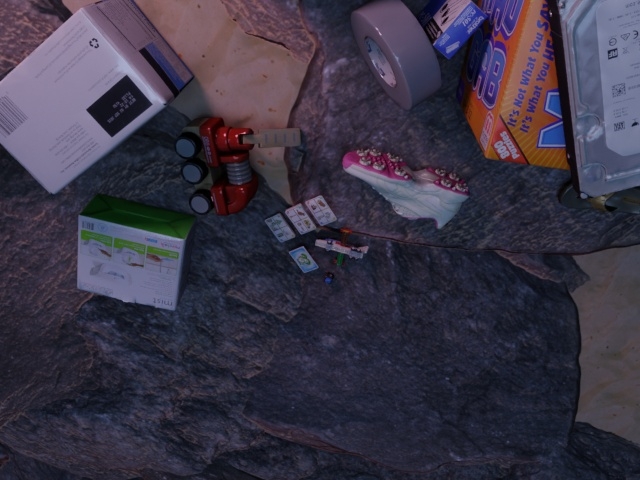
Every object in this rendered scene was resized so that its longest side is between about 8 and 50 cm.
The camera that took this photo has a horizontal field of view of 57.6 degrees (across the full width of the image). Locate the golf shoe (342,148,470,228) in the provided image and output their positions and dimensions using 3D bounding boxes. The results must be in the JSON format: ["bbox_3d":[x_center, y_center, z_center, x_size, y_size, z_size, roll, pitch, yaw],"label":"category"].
[{"bbox_3d":[0.188,-0.115,1.357,0.306,0.115,0.140,18,124,-5],"label":"golf shoe"}]

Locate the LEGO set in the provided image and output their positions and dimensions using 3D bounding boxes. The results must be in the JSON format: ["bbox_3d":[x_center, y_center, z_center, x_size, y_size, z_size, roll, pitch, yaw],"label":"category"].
[{"bbox_3d":[0.000,0.000,1.491,0.182,0.060,0.244,-22,116,30],"label":"LEGO set"}]

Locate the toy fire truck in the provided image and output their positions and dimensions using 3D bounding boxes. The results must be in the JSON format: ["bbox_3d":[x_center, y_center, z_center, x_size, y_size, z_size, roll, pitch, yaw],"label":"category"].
[{"bbox_3d":[-0.177,-0.179,1.342,0.246,0.158,0.217,1,121,16],"label":"toy fire truck"}]

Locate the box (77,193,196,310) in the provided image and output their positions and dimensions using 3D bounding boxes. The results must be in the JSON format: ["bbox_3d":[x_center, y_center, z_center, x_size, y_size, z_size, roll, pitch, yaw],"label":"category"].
[{"bbox_3d":[-0.471,0.034,1.488,0.262,0.127,0.231,12,122,-3],"label":"box"}]

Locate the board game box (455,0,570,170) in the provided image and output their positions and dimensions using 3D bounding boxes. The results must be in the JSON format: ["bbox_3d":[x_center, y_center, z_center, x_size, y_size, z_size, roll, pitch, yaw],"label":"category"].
[{"bbox_3d":[0.482,-0.353,1.045,0.356,0.356,0.356,7,121,-1],"label":"board game box"}]

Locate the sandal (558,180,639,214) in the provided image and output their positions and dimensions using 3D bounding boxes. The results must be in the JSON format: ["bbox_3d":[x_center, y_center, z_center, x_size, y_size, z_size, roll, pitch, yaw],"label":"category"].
[{"bbox_3d":[0.671,-0.094,1.357,0.219,0.060,0.090,12,121,-3],"label":"sandal"}]

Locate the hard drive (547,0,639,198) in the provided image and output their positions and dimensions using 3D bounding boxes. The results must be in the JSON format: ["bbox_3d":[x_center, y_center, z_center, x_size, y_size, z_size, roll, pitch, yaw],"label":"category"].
[{"bbox_3d":[0.482,-0.243,0.866,0.237,0.064,0.339,-14,120,11],"label":"hard drive"}]

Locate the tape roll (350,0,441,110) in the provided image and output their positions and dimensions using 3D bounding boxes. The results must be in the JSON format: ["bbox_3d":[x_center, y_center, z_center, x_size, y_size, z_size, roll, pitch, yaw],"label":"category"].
[{"bbox_3d":[0.146,-0.367,1.140,0.072,0.219,0.219,-34,114,0],"label":"tape roll"}]

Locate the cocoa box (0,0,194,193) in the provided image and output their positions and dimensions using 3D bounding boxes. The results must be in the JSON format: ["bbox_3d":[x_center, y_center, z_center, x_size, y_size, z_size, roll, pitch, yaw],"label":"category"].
[{"bbox_3d":[-0.485,-0.309,1.225,0.347,0.228,0.231,-31,113,21],"label":"cocoa box"}]

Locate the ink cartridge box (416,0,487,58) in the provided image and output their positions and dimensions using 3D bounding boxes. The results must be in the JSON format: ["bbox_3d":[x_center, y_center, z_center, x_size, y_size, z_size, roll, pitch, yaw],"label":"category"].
[{"bbox_3d":[0.245,-0.424,1.108,0.046,0.207,0.097,33,118,-20],"label":"ink cartridge box"}]
